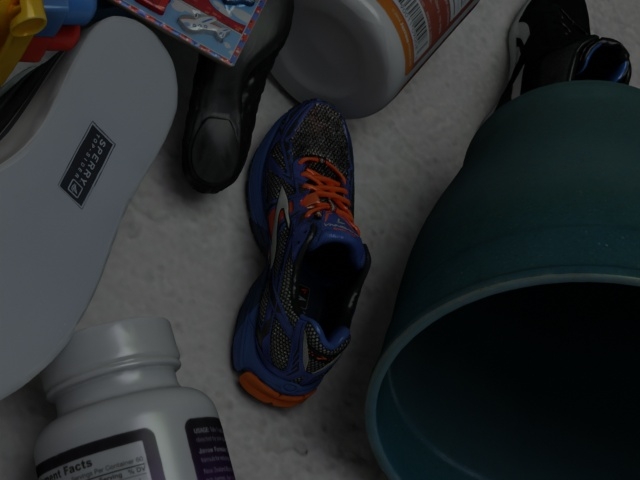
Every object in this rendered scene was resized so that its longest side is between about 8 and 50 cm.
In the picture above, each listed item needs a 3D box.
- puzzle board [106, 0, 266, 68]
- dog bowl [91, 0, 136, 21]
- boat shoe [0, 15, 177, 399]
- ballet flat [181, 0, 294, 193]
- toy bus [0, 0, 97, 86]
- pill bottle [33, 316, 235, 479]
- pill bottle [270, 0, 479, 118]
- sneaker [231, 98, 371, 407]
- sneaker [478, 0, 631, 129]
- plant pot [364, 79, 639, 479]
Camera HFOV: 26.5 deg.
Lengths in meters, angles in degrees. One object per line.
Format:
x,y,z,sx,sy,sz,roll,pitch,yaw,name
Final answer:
-0.094,-0.177,0.866,0.128,0.011,0.096,29,59,-10,puzzle board
-0.176,-0.221,0.902,0.297,0.074,0.166,-12,76,-38,dog bowl
-0.185,-0.016,0.782,0.108,0.102,0.301,49,43,-29,boat shoe
-0.061,-0.116,0.911,0.057,0.049,0.173,19,84,-17,ballet flat
-0.223,-0.124,0.727,0.211,0.220,0.150,-3,70,-34,toy bus
-0.100,0.146,0.763,0.108,0.108,0.194,-5,73,-36,pill bottle
0.054,-0.195,1.016,0.121,0.121,0.216,47,51,-8,pill bottle
0.000,0.000,0.912,0.083,0.087,0.221,17,61,-28,sneaker
0.209,-0.148,1.099,0.079,0.121,0.217,35,54,-18,sneaker
0.177,0.034,0.923,0.271,0.271,0.255,32,40,-19,plant pot
